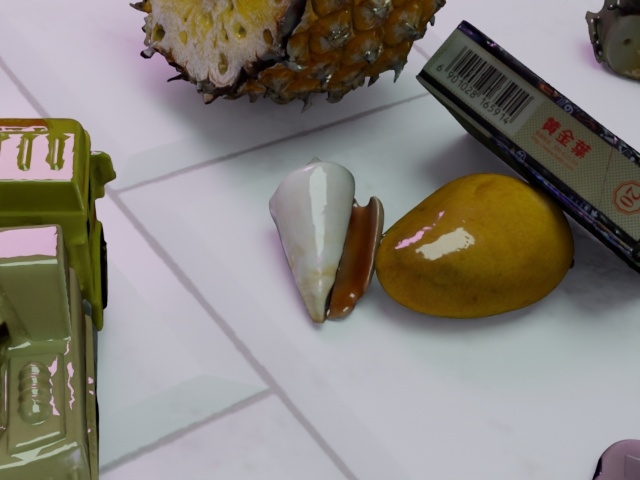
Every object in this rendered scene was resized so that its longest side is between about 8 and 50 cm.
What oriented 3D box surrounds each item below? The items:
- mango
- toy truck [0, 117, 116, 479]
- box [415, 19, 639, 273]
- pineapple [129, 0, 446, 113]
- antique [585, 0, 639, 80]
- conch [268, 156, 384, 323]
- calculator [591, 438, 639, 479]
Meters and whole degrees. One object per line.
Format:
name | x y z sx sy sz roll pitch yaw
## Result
mango | 0.151 0.006 1.199 0.227 0.109 0.147 -10 72 -28
toy truck | -0.249 0.066 0.906 0.181 0.254 0.405 2 41 -10
box | 0.258 -0.088 1.273 0.310 0.084 0.198 44 6 27
pineapple | -0.027 -0.317 1.312 0.352 0.352 0.300 41 34 25
antique | 0.497 -0.270 1.592 0.284 0.125 0.150 10 41 -7
conch | 0.009 -0.006 1.178 0.104 0.094 0.176 27 34 -41
calculator | 0.285 0.240 1.050 0.103 0.024 0.166 17 41 1
